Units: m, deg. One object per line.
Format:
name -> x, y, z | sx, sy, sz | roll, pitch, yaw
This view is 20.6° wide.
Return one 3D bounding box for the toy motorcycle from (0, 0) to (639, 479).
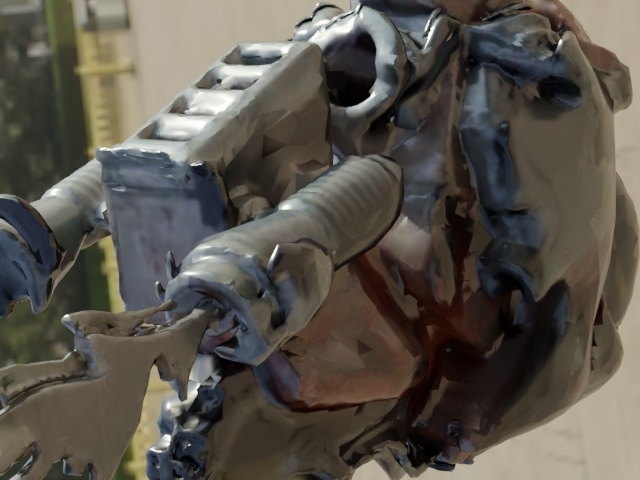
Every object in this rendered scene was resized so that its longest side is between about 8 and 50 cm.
toy motorcycle -> 0.000, 0.000, 0.554 | 0.134, 0.401, 0.207 | 9, 114, 36
